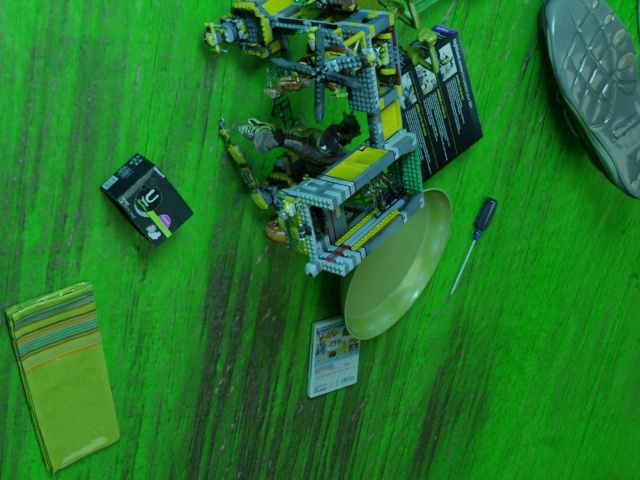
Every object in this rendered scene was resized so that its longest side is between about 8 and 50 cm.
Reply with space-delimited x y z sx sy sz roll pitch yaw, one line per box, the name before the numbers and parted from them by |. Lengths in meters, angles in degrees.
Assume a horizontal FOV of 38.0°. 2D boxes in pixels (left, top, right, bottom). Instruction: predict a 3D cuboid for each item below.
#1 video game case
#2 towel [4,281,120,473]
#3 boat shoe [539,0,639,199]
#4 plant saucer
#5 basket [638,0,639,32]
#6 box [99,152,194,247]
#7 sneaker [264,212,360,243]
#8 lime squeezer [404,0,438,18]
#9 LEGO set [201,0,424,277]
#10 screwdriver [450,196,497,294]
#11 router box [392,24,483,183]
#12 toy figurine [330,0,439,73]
video game case | 0.021 0.167 1.370 0.087 0.011 0.122 -12 119 -33
towel | -0.301 0.166 1.108 0.102 0.021 0.237 -21 123 -28
boat shoe | 0.412 -0.217 1.415 0.132 0.130 0.355 -33 111 -9
plant saucer | 0.100 0.027 1.309 0.241 0.037 0.241 -37 144 -33
basket | 0.679 -0.466 1.409 0.331 0.266 0.328 -34 130 -18
box | -0.198 -0.046 1.063 0.062 0.052 0.083 -44 130 -12
sneaker | 0.000 0.000 1.236 0.175 0.064 0.067 3 114 -37
lime squeezer | 0.231 -0.373 1.209 0.310 0.110 0.059 -38 106 2
LEGO set | -0.029 -0.114 1.029 0.192 0.254 0.331 -39 140 -38
screwdriver | 0.239 0.012 1.458 0.024 0.025 0.170 9 105 -40
router box | 0.148 -0.182 1.274 0.133 0.046 0.179 -37 130 -19
toy figurine | 0.066 -0.388 1.020 0.217 0.191 0.362 -55 137 -19
